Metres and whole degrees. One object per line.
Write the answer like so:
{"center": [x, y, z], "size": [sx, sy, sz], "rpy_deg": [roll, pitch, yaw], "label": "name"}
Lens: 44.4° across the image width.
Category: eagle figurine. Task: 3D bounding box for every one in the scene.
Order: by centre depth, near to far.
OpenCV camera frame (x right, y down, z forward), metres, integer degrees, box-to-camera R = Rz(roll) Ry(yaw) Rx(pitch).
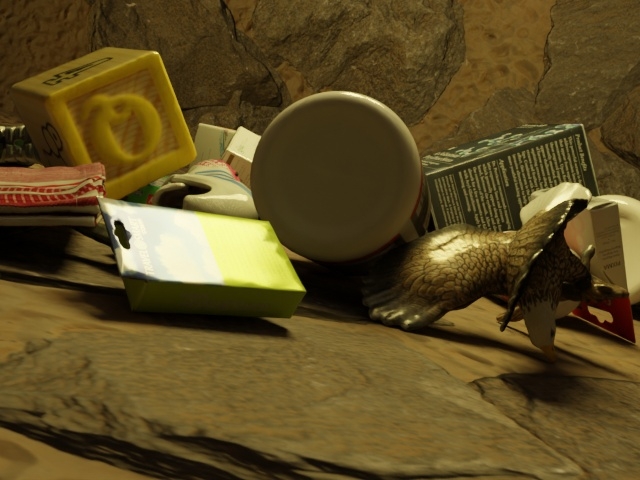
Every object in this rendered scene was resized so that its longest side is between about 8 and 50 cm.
{"center": [0.227, 0.034, 0.913], "size": [0.298, 0.226, 0.225], "rpy_deg": [16, 24, -40], "label": "eagle figurine"}

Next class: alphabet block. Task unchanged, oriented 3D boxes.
{"center": [-0.346, -0.187, 1.250], "size": [0.193, 0.192, 0.197], "rpy_deg": [-33, 32, -25], "label": "alphabet block"}

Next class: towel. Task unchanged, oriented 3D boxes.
{"center": [-0.355, -0.056, 0.852], "size": [0.237, 0.037, 0.329], "rpy_deg": [-1, 10, -15], "label": "towel"}

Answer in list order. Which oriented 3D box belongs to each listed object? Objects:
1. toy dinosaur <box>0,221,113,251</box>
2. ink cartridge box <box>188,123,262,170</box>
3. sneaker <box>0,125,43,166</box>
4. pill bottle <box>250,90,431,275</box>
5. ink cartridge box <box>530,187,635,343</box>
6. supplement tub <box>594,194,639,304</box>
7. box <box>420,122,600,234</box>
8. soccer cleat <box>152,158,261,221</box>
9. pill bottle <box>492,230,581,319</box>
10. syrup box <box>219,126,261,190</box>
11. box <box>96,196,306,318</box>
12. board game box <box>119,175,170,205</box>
{"center": [-0.187, 0.002, 0.826], "size": [0.268, 0.064, 0.118], "rpy_deg": [13, 12, 15], "label": "toy dinosaur"}
{"center": [-0.147, -0.140, 1.670], "size": [0.233, 0.168, 0.171], "rpy_deg": [19, 9, 43], "label": "ink cartridge box"}
{"center": [-0.505, -0.172, 1.436], "size": [0.229, 0.086, 0.132], "rpy_deg": [4, 1, 2], "label": "sneaker"}
{"center": [0.046, -0.058, 1.095], "size": [0.210, 0.210, 0.363], "rpy_deg": [16, -4, 12], "label": "pill bottle"}
{"center": [0.420, 0.039, 1.269], "size": [0.066, 0.232, 0.189], "rpy_deg": [-10, 12, -12], "label": "ink cartridge box"}
{"center": [0.667, 0.030, 1.714], "size": [0.235, 0.235, 0.325], "rpy_deg": [19, 7, 35], "label": "supplement tub"}
{"center": [0.408, -0.126, 1.878], "size": [0.395, 0.212, 0.293], "rpy_deg": [-18, 11, -7], "label": "box"}
{"center": [-0.185, -0.066, 1.155], "size": [0.143, 0.116, 0.331], "rpy_deg": [12, 7, -26], "label": "soccer cleat"}
{"center": [0.334, 0.049, 1.300], "size": [0.121, 0.121, 0.216], "rpy_deg": [13, 6, -14], "label": "pill bottle"}
{"center": [-0.076, -0.101, 1.444], "size": [0.237, 0.096, 0.093], "rpy_deg": [27, 35, -8], "label": "syrup box"}
{"center": [-0.111, 0.018, 0.707], "size": [0.178, 0.042, 0.109], "rpy_deg": [7, 37, -35], "label": "box"}
{"center": [-0.332, -0.100, 1.459], "size": [0.213, 0.046, 0.317], "rpy_deg": [8, 9, -41], "label": "board game box"}
